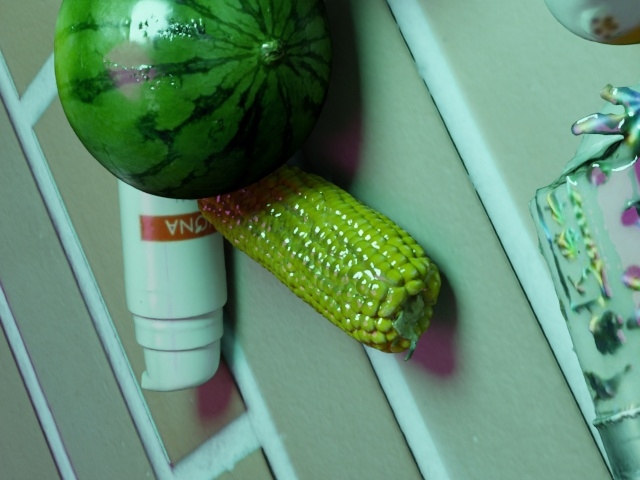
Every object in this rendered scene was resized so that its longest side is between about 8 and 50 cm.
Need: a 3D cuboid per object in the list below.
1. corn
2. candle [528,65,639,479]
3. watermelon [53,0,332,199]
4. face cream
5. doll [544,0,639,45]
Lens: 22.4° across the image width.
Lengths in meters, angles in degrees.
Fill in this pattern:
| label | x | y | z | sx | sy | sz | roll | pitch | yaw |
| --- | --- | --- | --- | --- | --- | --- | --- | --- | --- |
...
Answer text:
| label | x | y | z | sx | sy | sz | roll | pitch | yaw |
| --- | --- | --- | --- | --- | --- | --- | --- | --- | --- |
| corn | 0.000 | 0.000 | 1.380 | 0.310 | 0.101 | 0.101 | 39 | 131 | 45 |
| candle | 0.229 | -0.006 | 0.999 | 0.187 | 0.187 | 0.330 | -24 | 81 | 54 |
| watermelon | -0.105 | -0.154 | 1.346 | 0.242 | 0.242 | 0.242 | 23 | 120 | 48 |
| face cream | -0.144 | -0.021 | 1.559 | 0.102 | 0.102 | 0.345 | 16 | 115 | 50 |
| doll | 0.162 | -0.236 | 0.943 | 0.166 | 0.162 | 0.269 | 63 | 180 | -43 |
